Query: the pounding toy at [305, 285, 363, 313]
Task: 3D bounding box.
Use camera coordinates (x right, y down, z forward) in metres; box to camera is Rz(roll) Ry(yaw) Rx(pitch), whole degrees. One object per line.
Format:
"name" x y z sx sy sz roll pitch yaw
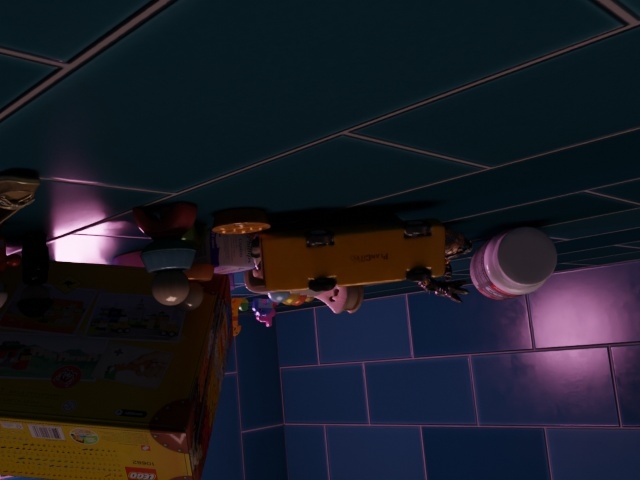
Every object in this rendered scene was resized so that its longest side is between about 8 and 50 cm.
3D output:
"pounding toy" 0.057 0.130 1.968 0.270 0.154 0.155 -12 169 38

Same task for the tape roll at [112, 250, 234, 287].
"tape roll" -0.340 0.080 1.635 0.275 0.090 0.275 -6 171 -1

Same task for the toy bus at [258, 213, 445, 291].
"toy bus" 0.057 0.019 1.300 0.333 0.108 0.130 -6 -164 -7

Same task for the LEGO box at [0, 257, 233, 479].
"LEGO box" -0.442 0.230 1.296 0.501 0.372 0.193 5 130 2

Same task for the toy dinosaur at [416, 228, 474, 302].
"toy dinosaur" 0.235 0.034 1.642 0.219 0.164 0.322 18 178 -32

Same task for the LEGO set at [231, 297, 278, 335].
"LEGO set" -0.201 0.189 1.742 0.227 0.093 0.087 4 174 -24

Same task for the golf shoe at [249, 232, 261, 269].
"golf shoe" -0.047 0.016 1.402 0.186 0.085 0.067 -6 170 -5

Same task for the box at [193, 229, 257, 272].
"box" -0.212 0.028 1.427 0.126 0.072 0.137 -12 169 41

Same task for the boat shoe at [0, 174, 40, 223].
"boat shoe" -0.402 -0.049 0.895 0.153 0.048 0.056 -13 168 41

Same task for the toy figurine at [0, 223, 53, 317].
"toy figurine" -0.575 0.060 1.172 0.210 0.148 0.213 -6 172 7

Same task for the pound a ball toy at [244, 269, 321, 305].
"pound a ball toy" -0.112 0.094 1.701 0.208 0.135 0.319 -7 170 11

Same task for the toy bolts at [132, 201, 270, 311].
"toy bolts" -0.201 0.032 1.173 0.219 0.158 0.228 -7 171 14

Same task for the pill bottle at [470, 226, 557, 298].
"pill bottle" 0.468 0.057 1.714 0.161 0.161 0.283 -5 171 1
